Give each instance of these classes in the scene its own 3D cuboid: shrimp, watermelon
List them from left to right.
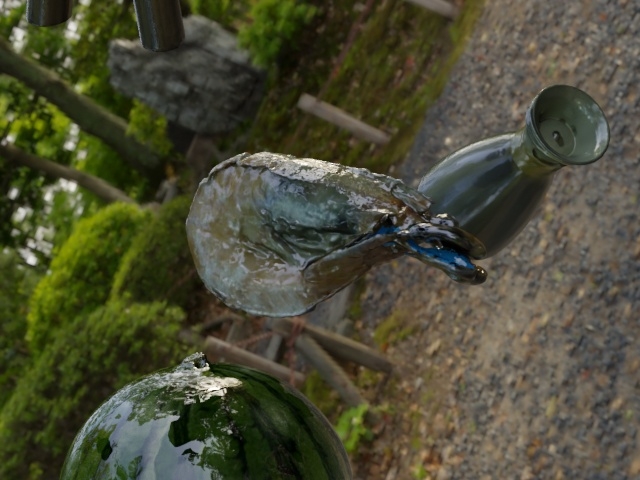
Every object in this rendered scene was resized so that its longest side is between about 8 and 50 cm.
[{"bbox_3d":[-0.146,0.226,1.042,0.331,0.330,0.189,164,86,-80],"label":"watermelon"},{"bbox_3d":[0.000,0.000,1.259,0.110,0.445,0.221,12,-95,-58],"label":"shrimp"}]

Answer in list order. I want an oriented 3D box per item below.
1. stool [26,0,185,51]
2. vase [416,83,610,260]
[{"bbox_3d":[-0.206,-0.343,1.046,0.272,0.272,0.178,-75,-12,-46],"label":"stool"},{"bbox_3d":[0.281,-0.099,1.416,0.321,0.173,0.173,-44,23,61],"label":"vase"}]
